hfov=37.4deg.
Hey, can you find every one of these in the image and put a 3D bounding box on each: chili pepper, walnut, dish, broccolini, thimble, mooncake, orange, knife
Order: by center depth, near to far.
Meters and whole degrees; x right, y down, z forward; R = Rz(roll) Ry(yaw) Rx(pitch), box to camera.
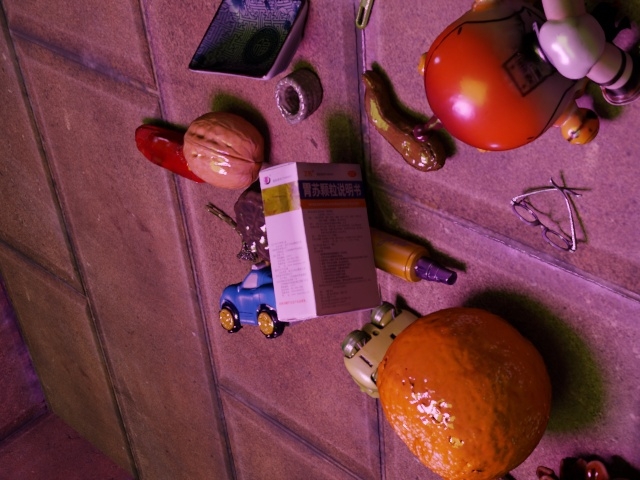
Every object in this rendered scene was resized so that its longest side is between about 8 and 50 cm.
[{"bbox_3d":[0.084,-0.457,1.639,0.054,0.015,0.212,40,143,21],"label":"knife"},{"bbox_3d":[0.279,0.286,1.805,0.340,0.293,0.340,46,161,22],"label":"orange"},{"bbox_3d":[-0.127,-0.385,1.860,0.243,0.182,0.080,16,166,42],"label":"dish"},{"bbox_3d":[-0.044,-0.287,1.897,0.084,0.062,0.110,29,139,31],"label":"thimble"},{"bbox_3d":[-0.215,-0.202,2.091,0.197,0.165,0.165,31,140,28],"label":"walnut"},{"bbox_3d":[-0.090,-0.038,2.113,0.228,0.124,0.228,30,140,29],"label":"mooncake"},{"bbox_3d":[-0.334,-0.210,2.283,0.387,0.110,0.110,23,135,43],"label":"chili pepper"},{"bbox_3d":[-0.219,-0.026,2.364,0.052,0.054,0.194,-44,74,25],"label":"broccolini"}]

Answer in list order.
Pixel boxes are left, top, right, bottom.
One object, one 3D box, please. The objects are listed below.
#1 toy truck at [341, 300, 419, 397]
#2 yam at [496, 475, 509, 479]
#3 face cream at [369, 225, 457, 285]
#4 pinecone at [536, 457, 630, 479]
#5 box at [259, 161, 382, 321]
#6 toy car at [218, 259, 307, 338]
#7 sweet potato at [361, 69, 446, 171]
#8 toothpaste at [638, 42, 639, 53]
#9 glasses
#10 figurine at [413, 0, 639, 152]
[{"bbox_3d":[0.138,0.257,2.034,0.148,0.187,0.210,39,143,27],"label":"toy truck"},{"bbox_3d":[0.351,0.517,2.103,0.356,0.081,0.081,45,145,15],"label":"yam"},{"bbox_3d":[0.158,0.034,1.916,0.273,0.078,0.078,23,135,38],"label":"face cream"},{"bbox_3d":[0.472,0.629,1.806,0.384,0.384,0.384,31,139,31],"label":"pinecone"},{"bbox_3d":[0.000,0.000,1.865,0.106,0.200,0.299,-13,84,41],"label":"box"},{"bbox_3d":[-0.117,0.123,2.235,0.314,0.198,0.166,0,103,52],"label":"toy car"},{"bbox_3d":[0.145,-0.211,1.741,0.233,0.062,0.081,50,130,12],"label":"sweet potato"},{"bbox_3d":[0.548,-0.175,1.285,0.282,0.099,0.068,59,-170,3],"label":"toothpaste"},{"bbox_3d":[0.399,-0.058,1.596,0.140,0.062,0.104,41,122,18],"label":"glasses"},{"bbox_3d":[0.288,-0.254,1.408,0.323,0.196,0.320,-29,102,46],"label":"figurine"}]
